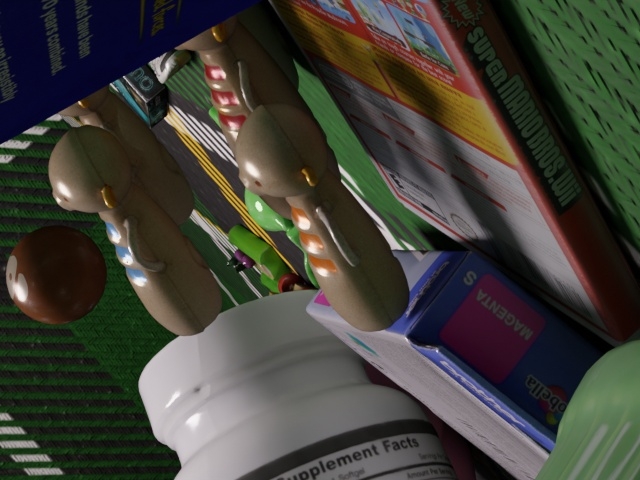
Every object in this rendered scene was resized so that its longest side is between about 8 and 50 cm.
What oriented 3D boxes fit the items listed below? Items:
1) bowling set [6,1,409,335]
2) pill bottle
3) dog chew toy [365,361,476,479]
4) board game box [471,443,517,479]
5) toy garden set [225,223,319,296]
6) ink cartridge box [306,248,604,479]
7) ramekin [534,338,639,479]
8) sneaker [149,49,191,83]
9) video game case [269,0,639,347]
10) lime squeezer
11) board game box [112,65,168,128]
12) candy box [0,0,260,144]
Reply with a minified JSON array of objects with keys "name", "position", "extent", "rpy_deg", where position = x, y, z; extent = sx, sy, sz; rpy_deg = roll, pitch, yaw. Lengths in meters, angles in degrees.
[{"name":"bowling set","position":[-0.093,-0.041,0.743],"extent":[0.154,0.200,0.287],"rpy_deg":[58,-179,-37]},{"name":"pill bottle","position":[0.013,0.232,1.047],"extent":[0.210,0.210,0.363],"rpy_deg":[70,175,-68]},{"name":"dog chew toy","position":[0.025,0.179,1.319],"extent":[0.206,0.207,0.332],"rpy_deg":[43,161,38]},{"name":"board game box","position":[0.201,0.207,1.016],"extent":[0.243,0.042,0.165],"rpy_deg":[46,171,17]},{"name":"toy garden set","position":[-0.008,0.108,1.629],"extent":[0.244,0.049,0.204],"rpy_deg":[53,171,-25]},{"name":"ink cartridge box","position":[0.104,0.080,0.794],"extent":[0.186,0.065,0.311],"rpy_deg":[38,176,-8]},{"name":"ramekin","position":[0.173,0.188,0.499],"extent":[0.303,0.148,0.303],"rpy_deg":[37,160,16]},{"name":"sneaker","position":[-0.126,-0.147,1.170],"extent":[0.037,0.032,0.083],"rpy_deg":[50,171,-9]},{"name":"video game case","position":[0.030,-0.088,0.649],"extent":[0.285,0.025,0.204],"rpy_deg":[55,170,-35]},{"name":"lime squeezer","position":[0.000,0.000,1.091],"extent":[0.310,0.059,0.110],"rpy_deg":[46,171,17]},{"name":"board game box","position":[-0.219,-0.198,1.444],"extent":[0.186,0.026,0.126],"rpy_deg":[49,172,3]},{"name":"candy box","position":[-0.153,-0.101,0.432],"extent":[0.122,0.317,0.268],"rpy_deg":[58,166,10]}]
